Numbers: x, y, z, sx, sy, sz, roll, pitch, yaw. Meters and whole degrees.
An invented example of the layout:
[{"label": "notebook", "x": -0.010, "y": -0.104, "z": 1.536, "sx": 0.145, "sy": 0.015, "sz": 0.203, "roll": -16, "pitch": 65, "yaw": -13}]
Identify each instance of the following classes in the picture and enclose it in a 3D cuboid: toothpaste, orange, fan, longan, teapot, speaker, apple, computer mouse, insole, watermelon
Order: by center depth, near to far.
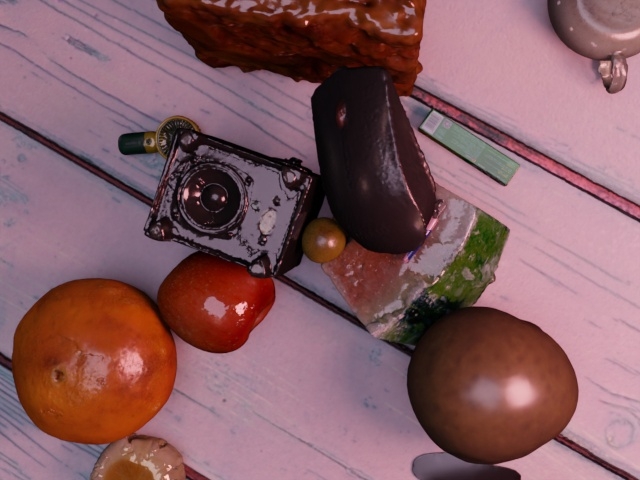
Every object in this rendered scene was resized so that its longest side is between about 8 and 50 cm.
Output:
[{"label": "computer mouse", "x": 0.065, "y": -0.113, "z": 1.179, "sx": 0.168, "sy": 0.087, "sz": 0.295, "roll": -11, "pitch": 102, "yaw": 47}, {"label": "longan", "x": 0.265, "y": 0.223, "z": 1.248, "sx": 0.258, "sy": 0.258, "sz": 0.257, "roll": 0, "pitch": 92, "yaw": 7}, {"label": "teapot", "x": 0.458, "y": -0.380, "z": 1.256, "sx": 0.193, "sy": 0.129, "sz": 0.294, "roll": -3, "pitch": 94, "yaw": 7}, {"label": "longan", "x": 0.000, "y": 0.000, "z": 1.262, "sx": 0.083, "sy": 0.075, "sz": 0.075, "roll": -6, "pitch": 92, "yaw": 49}, {"label": "speaker", "x": -0.130, "y": -0.066, "z": 1.280, "sx": 0.232, "sy": 0.254, "sz": 0.184, "roll": 20, "pitch": 96, "yaw": 7}, {"label": "watermelon", "x": 0.141, "y": 0.022, "z": 1.299, "sx": 0.302, "sy": 0.151, "sz": 0.264, "roll": 36, "pitch": 97, "yaw": 4}, {"label": "apple", "x": -0.171, "y": 0.097, "z": 1.330, "sx": 0.168, "sy": 0.181, "sz": 0.181, "roll": 38, "pitch": 96, "yaw": 9}, {"label": "toothpaste", "x": 0.248, "y": -0.156, "z": 1.336, "sx": 0.179, "sy": 0.037, "sz": 0.043, "roll": 34, "pitch": 93, "yaw": 5}, {"label": "orange", "x": -0.384, "y": 0.204, "z": 1.340, "sx": 0.284, "sy": 0.226, "sz": 0.283, "roll": 0, "pitch": 89, "yaw": 13}, {"label": "insole", "x": 0.253, "y": 0.404, "z": 1.374, "sx": 0.189, "sy": 0.004, "sz": 0.064, "roll": 8, "pitch": 94, "yaw": 7}, {"label": "fan", "x": -0.283, "y": -0.176, "z": 1.402, "sx": 0.155, "sy": 0.039, "sz": 0.082, "roll": -3, "pitch": 93, "yaw": 9}]

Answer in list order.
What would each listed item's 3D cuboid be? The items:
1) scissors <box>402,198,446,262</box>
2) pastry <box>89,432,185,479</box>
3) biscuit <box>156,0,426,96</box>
[{"label": "scissors", "x": 0.155, "y": -0.018, "z": 1.230, "sx": 0.039, "sy": 0.012, "sz": 0.113, "roll": 43, "pitch": 96, "yaw": 21}, {"label": "pastry", "x": -0.321, "y": 0.421, "z": 1.408, "sx": 0.166, "sy": 0.088, "sz": 0.165, "roll": 0, "pitch": 91, "yaw": 7}, {"label": "biscuit", "x": -0.026, "y": -0.351, "z": 1.214, "sx": 0.395, "sy": 0.342, "sz": 0.166, "roll": 12, "pitch": 90, "yaw": 4}]
